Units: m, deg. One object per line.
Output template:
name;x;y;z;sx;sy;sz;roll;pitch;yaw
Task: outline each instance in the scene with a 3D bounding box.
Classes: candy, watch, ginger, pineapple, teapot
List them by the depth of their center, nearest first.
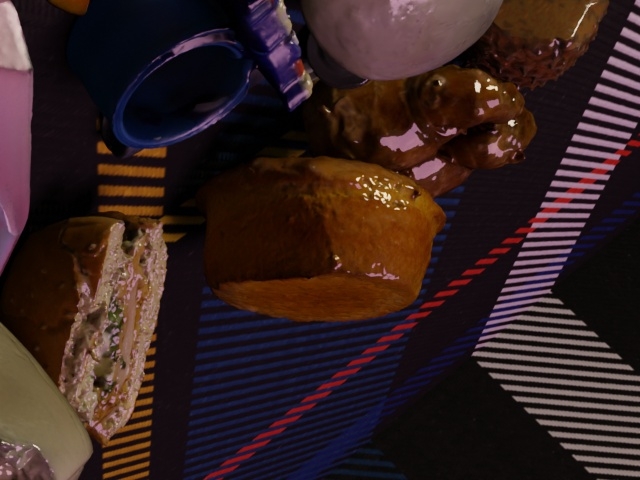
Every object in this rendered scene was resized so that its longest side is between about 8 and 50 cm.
watch;-0.130;-0.182;1.366;0.200;0.171;0.196;-33;149;0
candy;0.104;-0.291;1.546;0.295;0.185;0.295;-48;166;-16
teapot;0.014;-0.221;1.720;0.091;0.124;0.092;70;24;-87
ginger;0.134;-0.149;1.900;0.274;0.152;0.357;-19;163;11
pineapple;0.260;-0.271;1.953;0.202;0.202;0.362;-41;169;-12

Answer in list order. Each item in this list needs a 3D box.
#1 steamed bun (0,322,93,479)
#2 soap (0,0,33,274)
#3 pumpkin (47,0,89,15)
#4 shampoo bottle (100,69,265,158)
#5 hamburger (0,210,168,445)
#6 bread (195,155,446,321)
steamed bun;-0.354;0.189;1.413;0.272;0.290;0.273;-33;-167;44
soap;-0.327;-0.050;1.140;0.109;0.193;0.324;-23;151;-53
pumpkin;-0.183;-0.313;1.082;0.130;0.149;0.254;16;135;-20
shampoo bottle;-0.129;-0.164;1.548;0.233;0.049;0.087;-33;161;-32
hamburger;-0.277;0.093;1.587;0.144;0.156;0.283;-18;124;-66
bread;-0.004;0.001;1.801;0.312;0.312;0.172;57;36;-71
